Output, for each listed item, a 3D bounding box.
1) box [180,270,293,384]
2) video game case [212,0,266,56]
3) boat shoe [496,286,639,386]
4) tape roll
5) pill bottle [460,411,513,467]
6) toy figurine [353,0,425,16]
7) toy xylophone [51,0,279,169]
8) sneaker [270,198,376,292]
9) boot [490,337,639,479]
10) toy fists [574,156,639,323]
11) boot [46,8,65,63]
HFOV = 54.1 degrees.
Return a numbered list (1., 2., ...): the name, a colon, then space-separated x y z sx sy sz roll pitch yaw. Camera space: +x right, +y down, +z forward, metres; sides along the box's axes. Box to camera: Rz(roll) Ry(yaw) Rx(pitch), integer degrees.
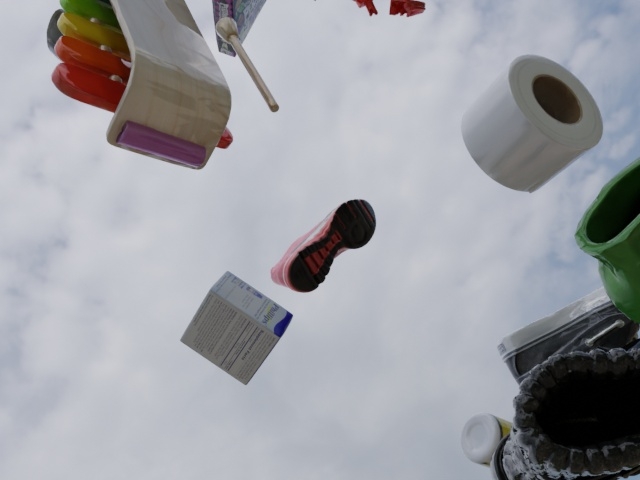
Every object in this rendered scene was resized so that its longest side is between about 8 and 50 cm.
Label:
1. box: -0.138 0.144 1.031 0.137 0.072 0.126 35 -60 0
2. video game case: -0.122 -0.476 1.096 0.210 0.041 0.232 103 -170 -67
3. boat shoe: 0.418 0.131 0.925 0.301 0.102 0.108 -27 -24 5
4. tape roll: 0.450 -0.250 1.342 0.246 0.246 0.169 -10 -23 -31
5. pill bottle: 0.388 0.430 1.306 0.184 0.103 0.103 26 -83 -27
6. toy figurine: 0.124 -0.449 0.744 0.217 0.191 0.363 -17 -65 -50
7. toy xylophone: -0.176 -0.212 0.702 0.236 0.323 0.081 20 -54 -40
8. sneaker: -0.001 0.000 1.455 0.314 0.136 0.116 -40 -69 -31
9. boot: 0.346 0.171 0.689 0.348 0.131 0.260 -31 -33 -15
10. toy fists: 0.328 -0.050 0.499 0.142 0.096 0.279 39 -92 -12
11. boot: -0.329 -0.282 0.974 0.208 0.189 0.076 51 -129 1
